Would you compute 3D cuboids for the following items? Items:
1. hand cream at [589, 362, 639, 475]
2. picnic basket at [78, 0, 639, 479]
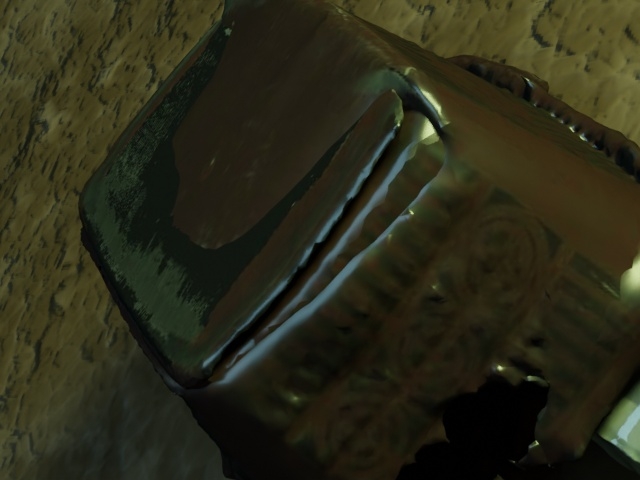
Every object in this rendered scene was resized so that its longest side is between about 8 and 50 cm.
[{"bbox_3d":[0.181,-0.024,0.664,0.255,0.048,0.079,-55,34,-2],"label":"hand cream"},{"bbox_3d":[0.000,0.000,0.737,0.222,0.129,0.297,-52,24,4],"label":"picnic basket"}]
